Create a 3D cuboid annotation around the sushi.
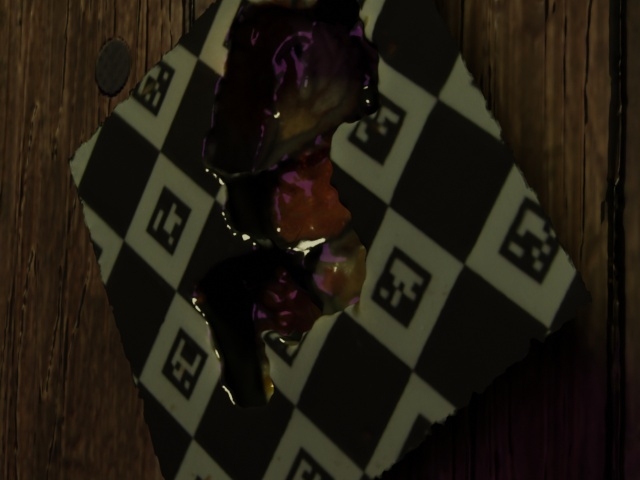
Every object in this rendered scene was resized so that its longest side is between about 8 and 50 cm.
[{"bbox_3d":[0.000,0.000,0.847,0.294,0.059,0.292,-42,58,34],"label":"sushi"}]
